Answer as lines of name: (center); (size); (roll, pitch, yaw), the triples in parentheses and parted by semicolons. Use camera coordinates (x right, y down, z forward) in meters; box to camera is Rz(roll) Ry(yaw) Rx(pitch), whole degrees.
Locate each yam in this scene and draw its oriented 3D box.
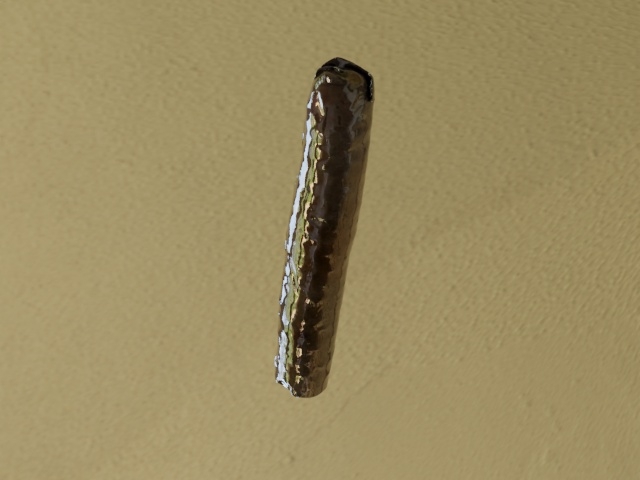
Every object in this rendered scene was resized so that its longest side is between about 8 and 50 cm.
yam: (0.000, 0.000, 0.845); (0.046, 0.046, 0.264); (22, -47, 17)
